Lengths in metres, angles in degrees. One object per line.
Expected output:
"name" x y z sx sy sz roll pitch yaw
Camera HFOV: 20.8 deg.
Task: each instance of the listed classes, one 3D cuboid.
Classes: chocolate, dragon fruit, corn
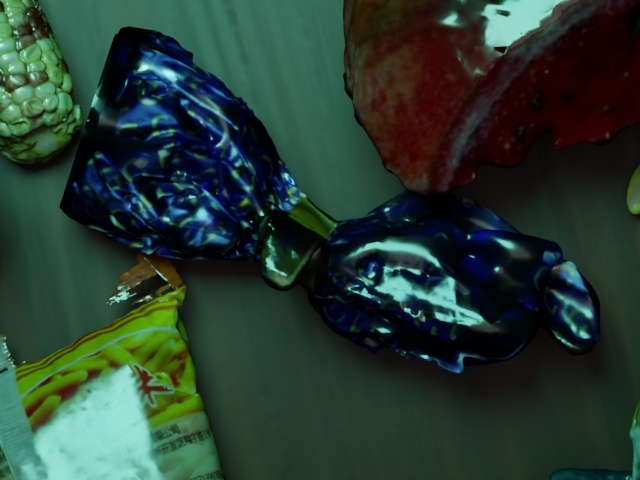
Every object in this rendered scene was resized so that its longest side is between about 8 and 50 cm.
"chocolate" 0.005 -0.001 1.040 0.343 0.148 0.126 26 117 -1
"dragon fruit" 0.155 -0.197 1.009 0.343 0.100 0.282 -22 73 -4
"corn" -0.226 -0.162 1.060 0.086 0.086 0.253 -29 90 0

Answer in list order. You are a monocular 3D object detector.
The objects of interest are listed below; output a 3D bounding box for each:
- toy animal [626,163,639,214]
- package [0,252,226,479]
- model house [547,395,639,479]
"toy animal" 0.253 -0.070 1.072 0.083 0.070 0.159 40 96 6
"package" -0.133 0.175 1.049 0.223 0.108 0.288 -27 87 -2
"model house" 0.176 0.203 0.999 0.184 0.253 0.291 9 73 -13
